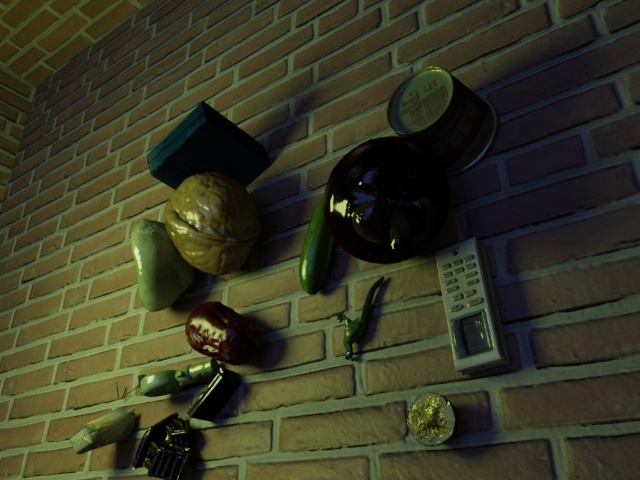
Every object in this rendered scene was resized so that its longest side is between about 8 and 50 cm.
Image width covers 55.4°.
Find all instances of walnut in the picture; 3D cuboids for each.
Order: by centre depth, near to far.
[{"bbox_3d":[-0.310,-0.052,1.788,0.313,0.252,0.277,35,90,45],"label":"walnut"}]

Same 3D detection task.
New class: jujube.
[{"bbox_3d":[-0.264,0.255,1.652,0.230,0.155,0.155,19,81,46],"label":"jujube"}]

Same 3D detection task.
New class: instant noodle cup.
[{"bbox_3d":[0.280,-0.290,1.459,0.234,0.178,0.235,-20,57,34],"label":"instant noodle cup"}]

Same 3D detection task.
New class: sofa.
[{"bbox_3d":[-0.292,0.409,1.641,0.147,0.085,0.060,-52,48,7],"label":"sofa"}]

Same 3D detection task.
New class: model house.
[{"bbox_3d":[-0.402,0.560,1.638,0.152,0.106,0.165,10,79,45],"label":"model house"}]

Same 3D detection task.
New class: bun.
[{"bbox_3d":[-0.480,0.074,1.901,0.187,0.293,0.293,-11,49,-13],"label":"bun"}]

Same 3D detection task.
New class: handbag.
[{"bbox_3d":[-0.636,0.564,1.809,0.117,0.173,0.095,-35,78,35],"label":"handbag"}]

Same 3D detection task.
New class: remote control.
[{"bbox_3d":[0.314,0.134,1.286,0.103,0.055,0.277,-24,53,30],"label":"remote control"}]

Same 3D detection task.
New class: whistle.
[{"bbox_3d":[-0.409,0.390,1.737,0.258,0.126,0.067,-20,68,16],"label":"whistle"}]

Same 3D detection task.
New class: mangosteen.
[{"bbox_3d":[0.142,-0.088,1.380,0.297,0.293,0.297,6,103,29],"label":"mangosteen"}]

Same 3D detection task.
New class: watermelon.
[{"bbox_3d":[0.230,0.362,1.229,0.105,0.062,0.106,-13,63,28],"label":"watermelon"}]

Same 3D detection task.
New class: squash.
[{"bbox_3d":[-0.002,0.000,1.614,0.082,0.082,0.293,-2,66,40],"label":"squash"}]

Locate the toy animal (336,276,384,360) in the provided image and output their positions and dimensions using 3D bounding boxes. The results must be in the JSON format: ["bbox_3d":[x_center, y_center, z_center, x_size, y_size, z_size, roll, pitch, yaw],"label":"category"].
[{"bbox_3d":[0.085,0.177,1.468,0.075,0.041,0.217,16,76,26],"label":"toy animal"}]

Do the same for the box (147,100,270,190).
[{"bbox_3d":[-0.347,-0.253,1.911,0.261,0.279,0.116,-39,46,17],"label":"box"}]

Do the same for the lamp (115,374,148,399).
[{"bbox_3d":[-0.585,0.459,1.906,0.121,0.041,0.054,-21,64,27],"label":"lamp"}]
